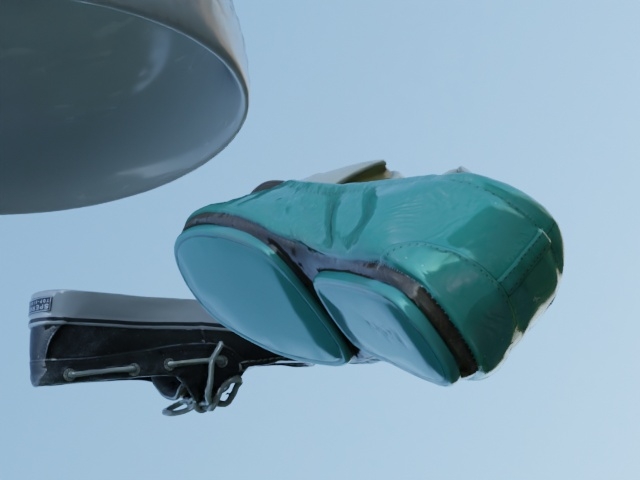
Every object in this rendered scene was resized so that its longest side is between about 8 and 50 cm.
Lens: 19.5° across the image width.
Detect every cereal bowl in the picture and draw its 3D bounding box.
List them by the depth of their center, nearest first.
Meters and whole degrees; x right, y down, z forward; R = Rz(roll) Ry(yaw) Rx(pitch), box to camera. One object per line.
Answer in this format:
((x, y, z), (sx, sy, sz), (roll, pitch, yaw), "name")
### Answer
((-0.218, -0.141, 1.216), (0.339, 0.339, 0.141), (37, -136, -57), "cereal bowl")

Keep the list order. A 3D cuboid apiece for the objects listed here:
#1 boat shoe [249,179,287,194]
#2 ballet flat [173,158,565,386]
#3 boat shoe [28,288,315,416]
((0.000, 0.000, 1.461), (0.056, 0.152, 0.049), (-51, -41, -9), "boat shoe")
((0.023, 0.007, 0.759), (0.087, 0.247, 0.083), (-39, -72, -18), "ballet flat")
((-0.123, 0.110, 1.737), (0.306, 0.113, 0.104), (7, -103, -31), "boat shoe")
